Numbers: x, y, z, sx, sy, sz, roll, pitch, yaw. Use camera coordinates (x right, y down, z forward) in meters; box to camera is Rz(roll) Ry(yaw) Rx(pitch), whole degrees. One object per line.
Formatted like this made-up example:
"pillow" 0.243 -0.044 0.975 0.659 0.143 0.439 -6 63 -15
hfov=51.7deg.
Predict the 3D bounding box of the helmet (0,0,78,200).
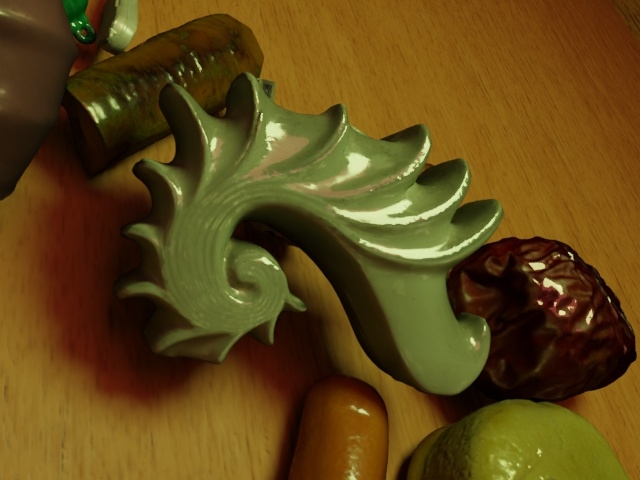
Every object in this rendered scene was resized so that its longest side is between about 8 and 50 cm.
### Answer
"helmet" -0.333 -0.197 0.528 0.271 0.197 0.338 7 45 -55

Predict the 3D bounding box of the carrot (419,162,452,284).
"carrot" 0.164 -0.019 0.955 0.072 0.072 0.205 4 58 -38

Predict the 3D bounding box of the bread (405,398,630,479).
"bread" 0.221 0.294 0.689 0.270 0.148 0.270 22 43 -22

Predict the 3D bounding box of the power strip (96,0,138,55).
"power strip" -0.243 -0.272 0.797 0.030 0.047 0.191 29 25 -30

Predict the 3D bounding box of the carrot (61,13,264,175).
"carrot" -0.178 -0.177 0.760 0.114 0.114 0.302 46 43 0

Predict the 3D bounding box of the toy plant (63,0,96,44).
"toy plant" -0.335 -0.290 0.724 0.200 0.105 0.143 49 45 -14

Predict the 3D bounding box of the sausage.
"sausage" 0.016 0.229 0.609 0.098 0.098 0.238 30 41 -18

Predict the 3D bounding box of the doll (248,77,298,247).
"doll" -0.048 -0.091 0.802 0.115 0.105 0.221 -1 55 -29

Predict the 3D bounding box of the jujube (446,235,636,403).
"jujube" 0.293 0.112 0.857 0.342 0.216 0.216 14 49 -47

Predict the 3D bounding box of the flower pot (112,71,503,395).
"flower pot" 0.000 0.000 0.637 0.367 0.164 0.254 11 87 -17
